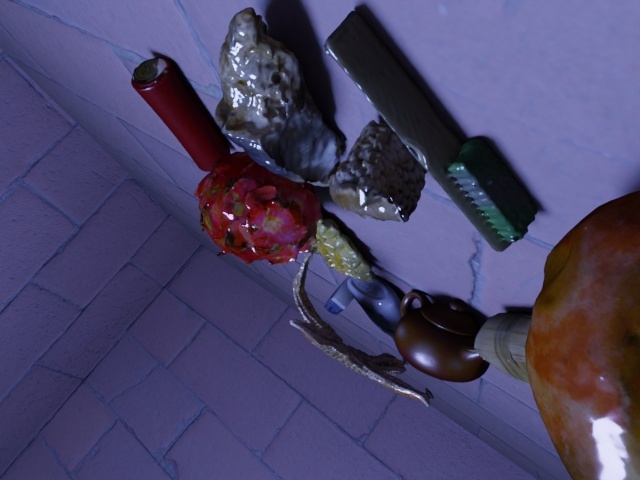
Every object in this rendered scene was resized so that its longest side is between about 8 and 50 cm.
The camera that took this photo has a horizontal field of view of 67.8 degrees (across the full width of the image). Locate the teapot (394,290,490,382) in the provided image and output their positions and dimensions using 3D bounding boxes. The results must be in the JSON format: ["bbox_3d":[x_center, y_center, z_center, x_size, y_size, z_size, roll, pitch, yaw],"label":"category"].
[{"bbox_3d":[0.225,0.164,0.894,0.178,0.135,0.252,13,-163,-25],"label":"teapot"}]

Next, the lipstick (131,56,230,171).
[{"bbox_3d":[-0.253,-0.227,0.893,0.080,0.080,0.241,30,164,30],"label":"lipstick"}]

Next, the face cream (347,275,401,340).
[{"bbox_3d":[0.167,0.184,1.168,0.144,0.071,0.291,29,162,42],"label":"face cream"}]

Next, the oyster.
[{"bbox_3d":[-0.056,-0.144,0.593,0.166,0.110,0.341,42,180,6],"label":"oyster"}]

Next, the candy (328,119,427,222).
[{"bbox_3d":[0.068,-0.071,0.530,0.085,0.110,0.095,9,160,45],"label":"candy"}]

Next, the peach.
[{"bbox_3d":[0.251,0.086,0.325,0.214,0.235,0.214,27,169,6],"label":"peach"}]

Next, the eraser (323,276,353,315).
[{"bbox_3d":[0.062,0.146,1.275,0.046,0.091,0.212,38,165,4],"label":"eraser"}]

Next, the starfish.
[{"bbox_3d":[0.073,0.208,1.013,0.398,0.132,0.384,47,175,-3],"label":"starfish"}]

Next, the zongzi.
[{"bbox_3d":[0.343,0.179,0.686,0.198,0.099,0.194,33,167,-11],"label":"zongzi"}]

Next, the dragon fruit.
[{"bbox_3d":[-0.113,-0.063,0.833,0.205,0.209,0.268,14,176,-32],"label":"dragon fruit"}]

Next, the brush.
[{"bbox_3d":[0.115,-0.094,0.452,0.282,0.054,0.048,43,156,-20],"label":"brush"}]

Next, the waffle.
[{"bbox_3d":[0.001,-0.002,1.029,0.261,0.056,0.250,49,162,-29],"label":"waffle"}]
